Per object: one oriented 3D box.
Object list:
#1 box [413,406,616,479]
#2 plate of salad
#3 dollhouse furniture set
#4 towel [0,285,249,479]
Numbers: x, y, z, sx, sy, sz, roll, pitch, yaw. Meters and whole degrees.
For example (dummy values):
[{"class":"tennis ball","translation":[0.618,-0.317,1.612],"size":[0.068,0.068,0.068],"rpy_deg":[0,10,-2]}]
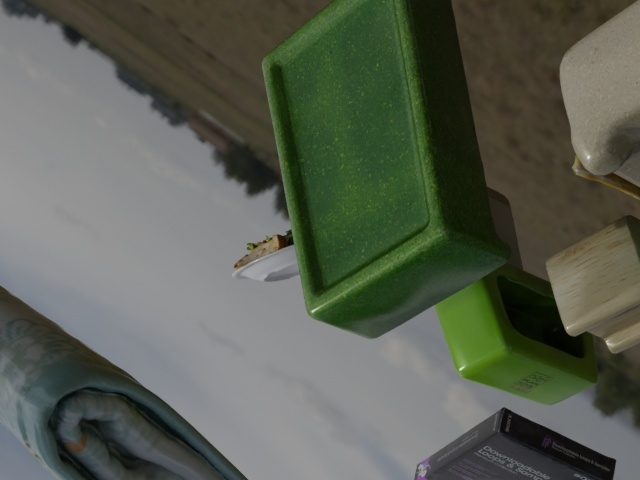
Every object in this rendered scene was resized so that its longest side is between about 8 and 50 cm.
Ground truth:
[{"class":"box","translation":[0.169,0.208,1.123],"size":[0.116,0.029,0.162],"rpy_deg":[25,144,-11]},{"class":"plate of salad","translation":[0.000,0.000,1.316],"size":[0.200,0.199,0.048],"rpy_deg":[27,-136,-79]},{"class":"dollhouse furniture set","translation":[0.151,-0.066,0.557],"size":[0.197,0.301,0.151],"rpy_deg":[22,-132,-39]},{"class":"towel","translation":[-0.173,0.168,1.026],"size":[0.320,0.090,0.374],"rpy_deg":[21,157,47]}]
